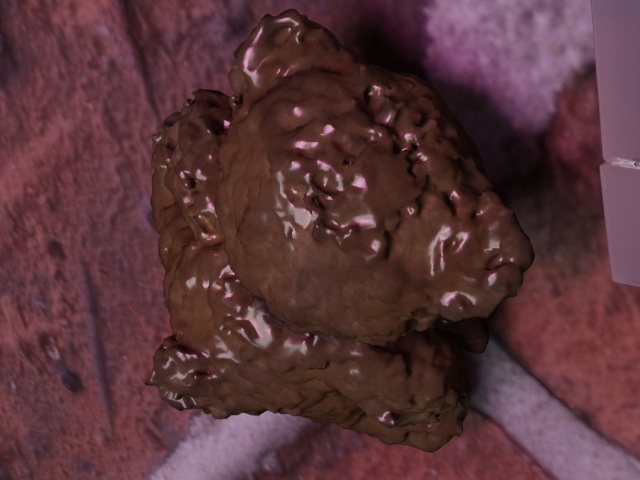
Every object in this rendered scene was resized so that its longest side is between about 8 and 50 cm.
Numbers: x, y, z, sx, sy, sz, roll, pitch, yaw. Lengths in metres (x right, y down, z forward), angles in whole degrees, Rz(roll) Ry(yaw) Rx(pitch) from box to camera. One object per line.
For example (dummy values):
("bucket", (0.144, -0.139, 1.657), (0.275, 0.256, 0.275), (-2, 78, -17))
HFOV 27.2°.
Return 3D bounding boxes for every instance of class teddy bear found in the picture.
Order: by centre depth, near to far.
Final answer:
("teddy bear", (0.000, 0.000, 0.729), (0.267, 0.156, 0.256), (43, 136, 6))

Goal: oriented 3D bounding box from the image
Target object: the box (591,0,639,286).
("box", (0.198, -0.084, 0.567), (0.155, 0.067, 0.243), (10, 126, 35))
